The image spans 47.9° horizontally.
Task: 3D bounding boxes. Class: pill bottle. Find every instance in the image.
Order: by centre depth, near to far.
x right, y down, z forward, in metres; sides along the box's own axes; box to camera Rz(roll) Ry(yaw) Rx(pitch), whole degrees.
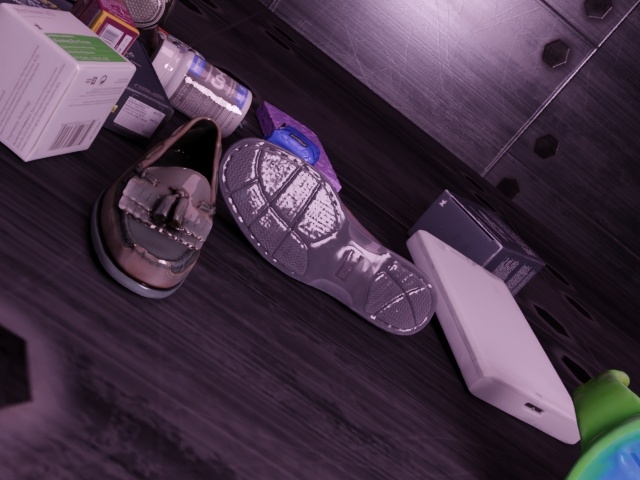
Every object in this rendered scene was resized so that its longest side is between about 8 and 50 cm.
[{"bbox_3d":[-0.168,-0.205,0.971,0.137,0.078,0.078,31,20,-24],"label":"pill bottle"}]

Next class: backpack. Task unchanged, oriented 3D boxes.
[{"bbox_3d":[-0.056,-0.085,0.873,0.098,0.101,0.120,33,20,1],"label":"backpack"}]

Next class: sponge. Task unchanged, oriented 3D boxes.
[{"bbox_3d":[-0.039,-0.153,1.177,0.117,0.031,0.210,30,20,-27],"label":"sponge"}]

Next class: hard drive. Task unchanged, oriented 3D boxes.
[{"bbox_3d":[0.238,0.125,1.011,0.203,0.040,0.307,30,25,-27],"label":"hard drive"}]

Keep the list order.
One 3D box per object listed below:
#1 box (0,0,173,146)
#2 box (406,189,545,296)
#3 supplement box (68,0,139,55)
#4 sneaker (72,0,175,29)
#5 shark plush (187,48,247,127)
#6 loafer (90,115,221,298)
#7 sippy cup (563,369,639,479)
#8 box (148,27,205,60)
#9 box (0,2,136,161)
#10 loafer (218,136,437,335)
[{"bbox_3d":[-0.287,-0.211,0.781,0.233,0.059,0.183,25,23,-39],"label":"box"},{"bbox_3d":[0.277,0.015,1.271,0.207,0.108,0.153,16,30,-50],"label":"box"},{"bbox_3d":[-0.225,-0.218,0.736,0.043,0.055,0.083,24,27,-43],"label":"supplement box"},{"bbox_3d":[-0.364,-0.390,0.990,0.344,0.134,0.146,26,27,-12],"label":"sneaker"},{"bbox_3d":[-0.169,-0.225,1.063,0.161,0.073,0.067,20,-4,-35],"label":"shark plush"},{"bbox_3d":[-0.136,-0.048,0.648,0.096,0.084,0.267,33,19,-19],"label":"loafer"},{"bbox_3d":[0.340,0.274,0.631,0.240,0.305,0.224,0,-16,29],"label":"sippy cup"},{"bbox_3d":[-0.221,-0.283,1.133,0.094,0.027,0.137,28,21,-29],"label":"box"},{"bbox_3d":[-0.239,-0.138,0.633,0.087,0.102,0.101,38,19,3],"label":"box"},{"bbox_3d":[0.000,0.000,0.812,0.302,0.109,0.095,40,-2,-19],"label":"loafer"}]
